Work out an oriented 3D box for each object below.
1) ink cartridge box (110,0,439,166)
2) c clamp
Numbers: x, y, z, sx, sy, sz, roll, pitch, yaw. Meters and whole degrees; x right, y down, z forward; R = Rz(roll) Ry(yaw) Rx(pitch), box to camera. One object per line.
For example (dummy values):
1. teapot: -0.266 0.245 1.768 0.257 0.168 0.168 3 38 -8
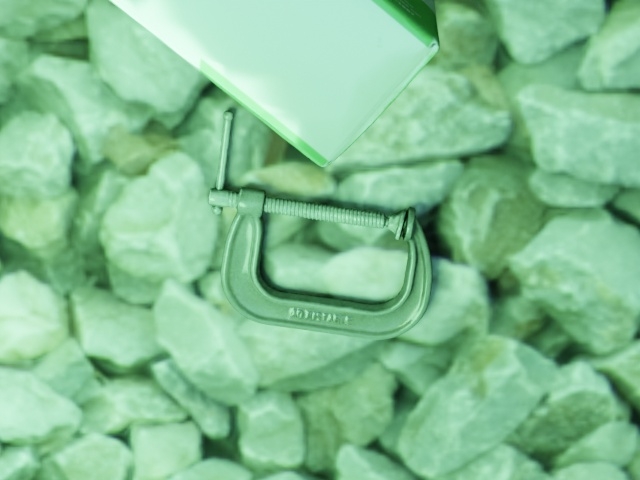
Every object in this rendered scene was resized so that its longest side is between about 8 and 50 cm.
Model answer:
1. ink cartridge box: -0.024 -0.153 0.803 0.160 0.219 0.092 38 109 -12
2. c clamp: 0.000 0.000 0.961 0.161 0.022 0.137 13 110 -4
